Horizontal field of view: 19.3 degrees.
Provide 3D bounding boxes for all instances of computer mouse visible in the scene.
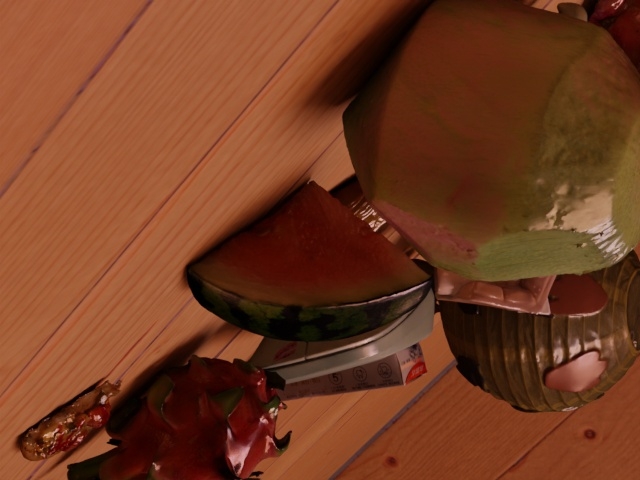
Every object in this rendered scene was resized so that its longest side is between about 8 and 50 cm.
[{"bbox_3d":[0.024,0.076,1.899,0.160,0.097,0.288,-14,179,19],"label":"computer mouse"}]

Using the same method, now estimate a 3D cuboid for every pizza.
[{"bbox_3d":[-0.219,0.164,1.584,0.100,0.029,0.099,-46,168,29],"label":"pizza"}]

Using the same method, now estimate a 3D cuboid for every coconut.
[{"bbox_3d":[0.122,-0.071,1.348,0.236,0.236,0.204,-32,132,-44],"label":"coconut"}]

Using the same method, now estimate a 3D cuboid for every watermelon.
[{"bbox_3d":[-0.023,0.041,1.520,0.145,0.137,0.193,-37,-163,-30],"label":"watermelon"}]

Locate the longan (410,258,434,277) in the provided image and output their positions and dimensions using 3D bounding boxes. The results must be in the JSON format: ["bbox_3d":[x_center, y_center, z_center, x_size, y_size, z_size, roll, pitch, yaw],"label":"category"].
[{"bbox_3d":[0.105,0.055,2.281,0.083,0.075,0.075,5,156,-12],"label":"longan"}]

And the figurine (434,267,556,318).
[{"bbox_3d":[0.204,-0.036,1.980,0.162,0.141,0.236,-167,-85,-76],"label":"figurine"}]

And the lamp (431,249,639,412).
[{"bbox_3d":[0.233,0.068,2.158,0.284,0.250,0.250,5,-169,28],"label":"lamp"}]

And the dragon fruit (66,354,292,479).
[{"bbox_3d":[-0.137,0.188,1.749,0.236,0.135,0.137,-21,173,-10],"label":"dragon fruit"}]

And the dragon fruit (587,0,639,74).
[{"bbox_3d":[0.337,-0.211,1.795,0.211,0.147,0.282,-32,168,3],"label":"dragon fruit"}]

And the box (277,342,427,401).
[{"bbox_3d":[0.009,0.146,2.051,0.218,0.039,0.055,-11,-173,33],"label":"box"}]

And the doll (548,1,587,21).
[{"bbox_3d":[0.171,-0.123,1.605,0.155,0.113,0.275,-49,179,-12],"label":"doll"}]

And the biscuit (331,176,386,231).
[{"bbox_3d":[0.001,0.001,1.699,0.228,0.031,0.176,-40,169,-11],"label":"biscuit"}]
